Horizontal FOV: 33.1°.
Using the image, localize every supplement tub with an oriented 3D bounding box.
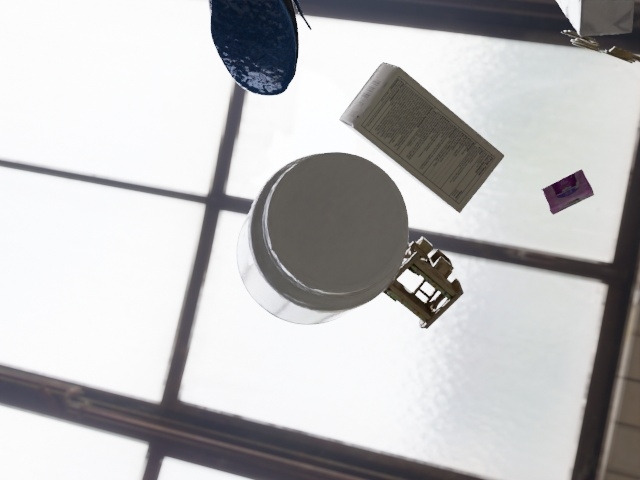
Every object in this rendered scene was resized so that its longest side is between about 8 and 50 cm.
[{"bbox_3d":[0.000,0.000,1.575,0.316,0.228,0.228,135,150,-77],"label":"supplement tub"}]

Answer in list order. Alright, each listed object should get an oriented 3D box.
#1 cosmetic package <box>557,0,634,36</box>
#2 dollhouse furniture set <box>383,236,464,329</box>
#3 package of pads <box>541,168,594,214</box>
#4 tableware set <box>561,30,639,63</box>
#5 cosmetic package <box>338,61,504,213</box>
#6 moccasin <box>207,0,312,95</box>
[{"bbox_3d":[0.456,-0.568,1.806,0.284,0.098,0.377,-95,0,-61],"label":"cosmetic package"},{"bbox_3d":[0.137,0.040,1.855,0.101,0.182,0.161,-46,15,14],"label":"dollhouse furniture set"},{"bbox_3d":[0.436,-0.086,1.903,0.032,0.083,0.050,29,-141,-54],"label":"package of pads"},{"bbox_3d":[0.506,-0.341,1.918,0.169,0.141,0.020,-12,-55,-65],"label":"tableware set"},{"bbox_3d":[0.210,-0.214,2.239,0.160,0.309,0.113,-52,23,2],"label":"cosmetic package"},{"bbox_3d":[-0.080,-0.344,1.392,0.342,0.138,0.116,82,-162,-47],"label":"moccasin"}]
